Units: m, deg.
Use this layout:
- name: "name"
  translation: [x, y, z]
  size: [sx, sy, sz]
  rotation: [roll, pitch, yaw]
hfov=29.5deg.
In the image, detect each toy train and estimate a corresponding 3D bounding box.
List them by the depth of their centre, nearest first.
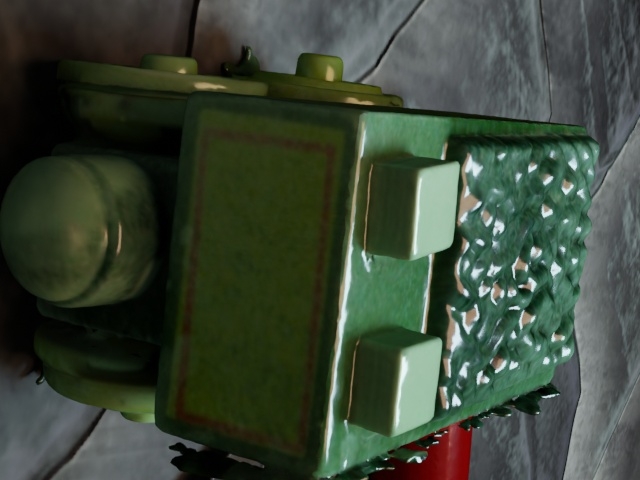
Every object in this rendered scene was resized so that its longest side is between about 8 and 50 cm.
- name: "toy train"
  translation: [0.000, 0.000, 0.518]
  size: [0.271, 0.188, 0.159]
  rotation: [-5, 104, -58]

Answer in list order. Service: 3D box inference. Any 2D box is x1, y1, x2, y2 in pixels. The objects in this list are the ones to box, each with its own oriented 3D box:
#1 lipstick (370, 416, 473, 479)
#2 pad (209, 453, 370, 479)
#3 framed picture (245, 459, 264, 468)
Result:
- name: "lipstick"
  translation: [0.066, 0.061, 0.765]
  size: [0.073, 0.073, 0.280]
  rotation: [-22, 118, -56]
- name: "pad"
  translation: [-0.001, 0.127, 0.737]
  size: [0.235, 0.003, 0.158]
  rotation: [-53, 142, -43]
- name: "framed picture"
  translation: [-0.058, 0.230, 0.687]
  size: [0.136, 0.010, 0.201]
  rotation: [-42, 135, -45]
